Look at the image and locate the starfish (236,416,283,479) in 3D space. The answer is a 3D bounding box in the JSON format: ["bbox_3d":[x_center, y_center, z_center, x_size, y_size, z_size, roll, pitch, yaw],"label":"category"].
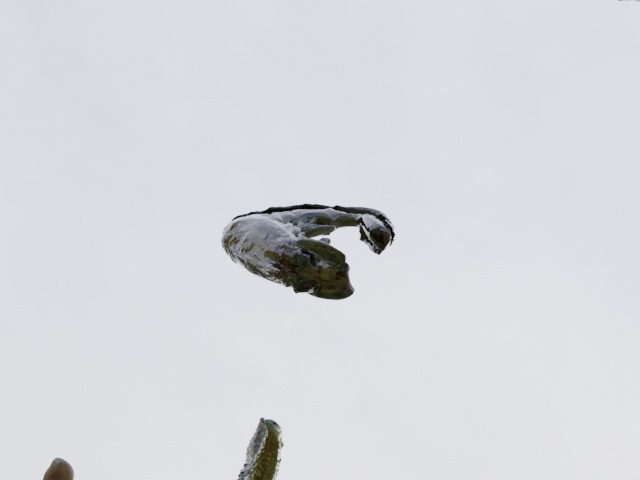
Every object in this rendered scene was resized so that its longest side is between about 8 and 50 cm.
[{"bbox_3d":[-0.041,0.196,1.133,0.053,0.208,0.176,-1,-62,-17],"label":"starfish"}]

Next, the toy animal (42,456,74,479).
[{"bbox_3d":[-0.173,0.240,1.197,0.083,0.089,0.150,-42,-87,15],"label":"toy animal"}]

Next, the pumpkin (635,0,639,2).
[{"bbox_3d":[0.202,-0.281,1.033,0.260,0.189,0.260,23,-63,56],"label":"pumpkin"}]

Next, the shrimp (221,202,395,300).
[{"bbox_3d":[0.000,0.001,1.533,0.253,0.173,0.058,22,-58,60],"label":"shrimp"}]
